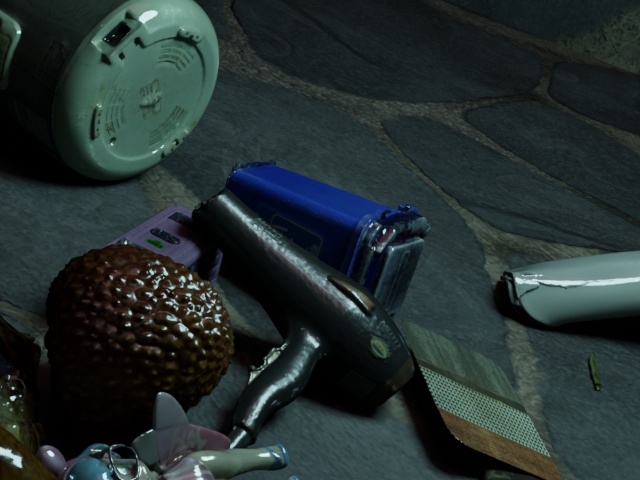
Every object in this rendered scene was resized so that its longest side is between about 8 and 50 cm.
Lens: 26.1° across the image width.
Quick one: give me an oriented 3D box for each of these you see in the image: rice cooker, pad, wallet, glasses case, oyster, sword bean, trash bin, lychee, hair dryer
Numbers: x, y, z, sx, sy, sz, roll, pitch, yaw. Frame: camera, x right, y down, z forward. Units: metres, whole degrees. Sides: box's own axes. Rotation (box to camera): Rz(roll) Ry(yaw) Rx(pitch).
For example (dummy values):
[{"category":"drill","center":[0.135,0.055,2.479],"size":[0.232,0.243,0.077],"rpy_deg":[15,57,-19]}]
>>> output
[{"category":"rice cooker","center":[-0.308,-0.243,1.811],"size":[0.277,0.288,0.288],"rpy_deg":[34,28,27]},{"category":"pad","center":[0.133,0.130,1.548],"size":[0.323,0.055,0.250],"rpy_deg":[46,12,-30]},{"category":"wallet","center":[0.205,0.286,1.430],"size":[0.082,0.018,0.157],"rpy_deg":[21,24,0]},{"category":"glasses case","center":[0.399,0.063,1.912],"size":[0.308,0.083,0.128],"rpy_deg":[-5,8,-7]},{"category":"oyster","center":[-0.357,0.123,1.249],"size":[0.221,0.096,0.361],"rpy_deg":[5,26,-16]},{"category":"sword bean","center":[0.357,0.170,1.794],"size":[0.012,0.012,0.083],"rpy_deg":[19,26,-4]},{"category":"trash bin","center":[0.000,0.000,1.695],"size":[0.234,0.163,0.184],"rpy_deg":[25,17,23]},{"category":"lychee","center":[-0.180,0.093,1.320],"size":[0.194,0.194,0.194],"rpy_deg":[17,25,-8]},{"category":"hair dryer","center":[-0.068,0.116,1.438],"size":[0.304,0.120,0.359],"rpy_deg":[45,38,-5]}]

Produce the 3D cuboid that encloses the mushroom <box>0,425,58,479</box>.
[{"category":"mushroom","center":[-0.312,0.194,0.952],"size":[0.267,0.267,0.254],"rpy_deg":[4,29,-32]}]

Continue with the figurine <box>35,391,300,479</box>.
[{"category":"figurine","center":[-0.124,0.243,1.197],"size":[0.260,0.103,0.205],"rpy_deg":[-2,69,-43]}]

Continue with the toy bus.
[{"category":"toy bus","center":[-0.184,0.037,1.527],"size":[0.096,0.108,0.199],"rpy_deg":[26,25,12]}]
